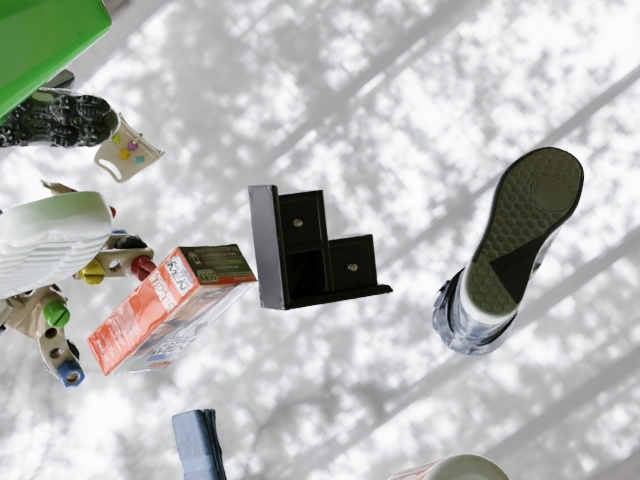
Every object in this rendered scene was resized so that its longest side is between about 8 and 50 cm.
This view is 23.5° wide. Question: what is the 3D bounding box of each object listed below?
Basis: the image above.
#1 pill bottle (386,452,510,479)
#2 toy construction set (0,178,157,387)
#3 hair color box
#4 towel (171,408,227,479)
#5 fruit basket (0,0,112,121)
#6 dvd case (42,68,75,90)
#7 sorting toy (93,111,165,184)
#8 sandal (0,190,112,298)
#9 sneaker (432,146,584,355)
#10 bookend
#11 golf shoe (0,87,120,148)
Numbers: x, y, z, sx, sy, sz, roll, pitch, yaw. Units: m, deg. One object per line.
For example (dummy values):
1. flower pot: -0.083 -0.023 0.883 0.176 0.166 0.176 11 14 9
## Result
1. pill bottle: 0.129 0.314 1.755 0.121 0.216 0.121 5 -106 -19
2. toy construction set: -0.401 0.037 2.268 0.237 0.257 0.309 27 -141 -38
3. hair color box: -0.154 0.072 1.584 0.093 0.167 0.053 -3 -125 -52
4. towel: -0.143 0.262 1.851 0.029 0.067 0.120 -10 -95 -44
5. fruit basket: -0.411 -0.241 1.375 0.392 0.392 0.283 47 177 -11
6. dvd case: -0.495 -0.223 2.180 0.179 0.030 0.238 32 -138 23
7. sorting toy: -0.269 -0.118 2.101 0.083 0.075 0.045 42 166 -4
8. sandal: -0.339 -0.006 1.715 0.169 0.416 0.102 -7 -100 -34
9. sneaker: 0.191 0.018 1.596 0.086 0.163 0.226 29 -118 8
10. bookend: 0.000 0.000 1.931 0.157 0.072 0.156 -7 -86 -27
11. golf shoe: -0.316 -0.135 1.697 0.198 0.077 0.094 11 -174 9
